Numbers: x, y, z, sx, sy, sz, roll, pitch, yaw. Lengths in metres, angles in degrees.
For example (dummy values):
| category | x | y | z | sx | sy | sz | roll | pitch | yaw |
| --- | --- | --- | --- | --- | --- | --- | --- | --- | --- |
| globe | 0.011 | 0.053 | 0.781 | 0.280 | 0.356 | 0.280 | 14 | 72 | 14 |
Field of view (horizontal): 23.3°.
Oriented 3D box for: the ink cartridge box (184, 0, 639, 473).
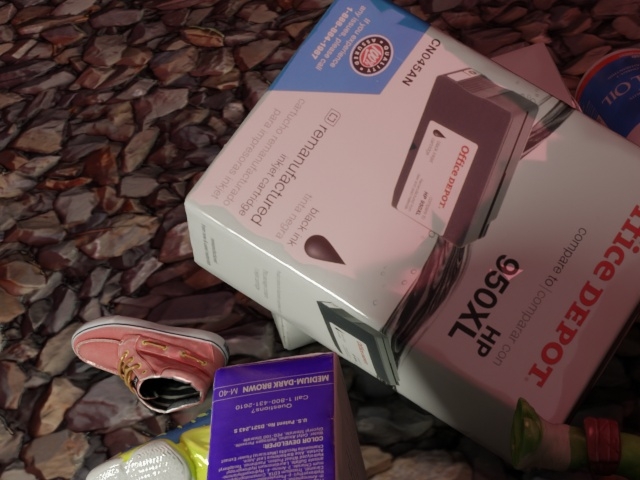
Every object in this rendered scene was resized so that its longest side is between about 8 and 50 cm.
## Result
| category | x | y | z | sx | sy | sz | roll | pitch | yaw |
| --- | --- | --- | --- | --- | --- | --- | --- | --- | --- |
| ink cartridge box | 0.116 | -0.014 | 1.458 | 0.395 | 0.166 | 0.285 | 32 | 72 | 11 |

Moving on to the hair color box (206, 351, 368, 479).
| category | x | y | z | sx | sy | sz | roll | pitch | yaw |
| --- | --- | --- | --- | --- | --- | --- | --- | --- | --- |
| hair color box | -0.019 | 0.264 | 1.132 | 0.110 | 0.185 | 0.339 | -9 | 36 | 5 |

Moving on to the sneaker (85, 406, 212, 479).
| category | x | y | z | sx | sy | sz | roll | pitch | yaw |
| --- | --- | --- | --- | --- | --- | --- | --- | --- | --- |
| sneaker | -0.105 | 0.207 | 1.504 | 0.240 | 0.091 | 0.126 | -11 | 18 | 4 |

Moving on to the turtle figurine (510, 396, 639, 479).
| category | x | y | z | sx | sy | sz | roll | pitch | yaw |
| --- | --- | --- | --- | --- | --- | --- | --- | --- | --- |
| turtle figurine | 0.295 | 0.181 | 1.220 | 0.266 | 0.198 | 0.275 | -1 | 4 | -4 |

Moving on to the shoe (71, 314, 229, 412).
| category | x | y | z | sx | sy | sz | roll | pitch | yaw |
| --- | --- | --- | --- | --- | --- | --- | --- | --- | --- |
| shoe | -0.190 | 0.130 | 1.628 | 0.178 | 0.063 | 0.081 | 5 | 35 | 16 |

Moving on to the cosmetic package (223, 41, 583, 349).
| category | x | y | z | sx | sy | sz | roll | pitch | yaw |
| --- | --- | --- | --- | --- | --- | --- | --- | --- | --- |
| cosmetic package | 0.102 | -0.047 | 1.643 | 0.365 | 0.155 | 0.197 | -17 | 65 | -7 |

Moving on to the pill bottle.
| category | x | y | z | sx | sy | sz | roll | pitch | yaw |
| --- | --- | --- | --- | --- | --- | --- | --- | --- | --- |
| pill bottle | 0.375 | -0.112 | 1.723 | 0.124 | 0.124 | 0.221 | -17 | 37 | -5 |
